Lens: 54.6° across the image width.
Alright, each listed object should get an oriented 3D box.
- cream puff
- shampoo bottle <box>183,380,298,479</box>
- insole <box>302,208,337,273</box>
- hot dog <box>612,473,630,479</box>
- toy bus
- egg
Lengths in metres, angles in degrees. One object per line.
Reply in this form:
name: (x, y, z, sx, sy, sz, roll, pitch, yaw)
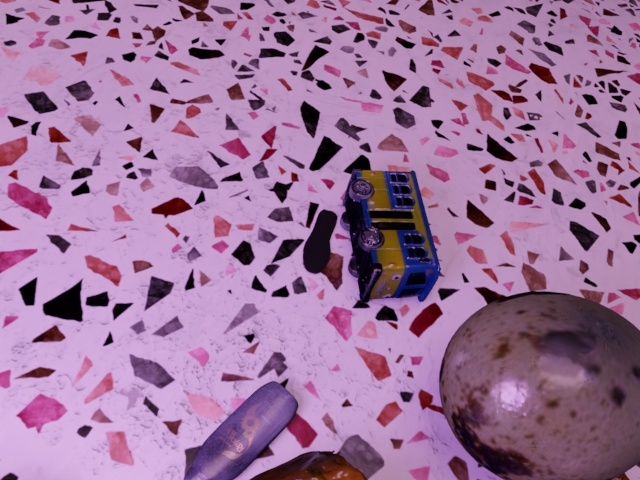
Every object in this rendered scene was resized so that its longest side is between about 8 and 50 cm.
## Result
cream puff: (-0.035, 0.414, 0.953, 0.241, 0.268, 0.155, -5, 80, -60)
shampoo bottle: (-0.140, 0.350, 1.095, 0.087, 0.049, 0.233, 39, 55, 17)
insole: (0.000, 0.000, 1.410, 0.064, 0.004, 0.188, 18, 53, -1)
hot dog: (0.565, 0.455, 1.203, 0.058, 0.035, 0.083, -21, 62, -27)
toy bus: (0.148, -0.013, 1.373, 0.175, 0.138, 0.288, 1, 55, -13)
egg: (0.423, 0.263, 1.113, 0.427, 0.345, 0.345, 2, 55, -15)
